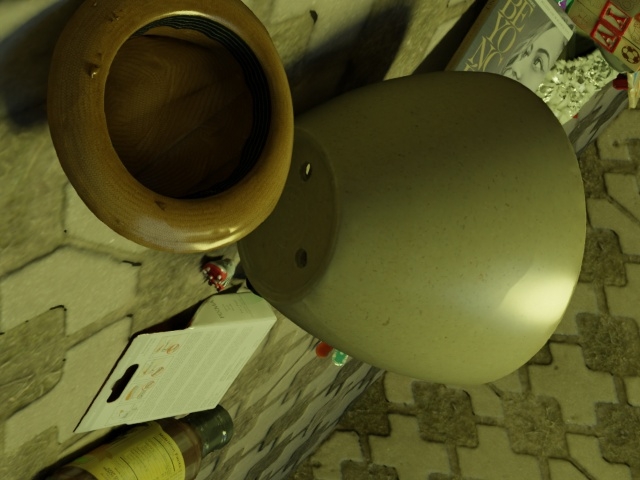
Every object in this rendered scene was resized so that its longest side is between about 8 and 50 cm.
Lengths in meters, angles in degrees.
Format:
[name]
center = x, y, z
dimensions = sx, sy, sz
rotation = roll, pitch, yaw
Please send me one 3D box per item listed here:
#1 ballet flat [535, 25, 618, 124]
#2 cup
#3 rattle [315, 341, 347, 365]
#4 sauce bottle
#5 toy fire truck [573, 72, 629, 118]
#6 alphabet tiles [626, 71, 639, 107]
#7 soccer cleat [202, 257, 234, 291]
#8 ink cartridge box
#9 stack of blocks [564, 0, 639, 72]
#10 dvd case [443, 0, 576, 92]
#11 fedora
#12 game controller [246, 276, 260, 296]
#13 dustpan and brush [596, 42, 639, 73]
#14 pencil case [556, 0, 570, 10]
[ballet flat]
center = 0.360, -0.270, 1.530
dimensions = 0.147, 0.147, 0.409
rotation = -56, 173, 33
[cup]
center = 0.057, -0.017, 1.033
dimensions = 0.236, 0.331, 0.331
rotation = 3, 135, -38
[rattle]
center = 0.085, 0.143, 2.009
dimensions = 0.199, 0.130, 0.143
rotation = -13, 142, -19
[sauce bottle]
center = -0.232, 0.301, 1.375
dimensions = 0.111, 0.111, 0.344
rotation = -53, 165, 23
[toy fire truck]
center = 0.507, -0.323, 1.911
dimensions = 0.047, 0.135, 0.192
rotation = 0, 92, -65
[alphabet tiles]
center = 0.580, -0.388, 1.841
dimensions = 0.278, 0.021, 0.284
rotation = -66, 153, -23
[soccer cleat]
center = -0.111, 0.033, 1.167
dimensions = 0.036, 0.029, 0.083
rotation = -53, 172, -15
[ink cartridge box]
center = -0.182, 0.146, 1.268
dimensions = 0.224, 0.056, 0.181
rotation = 0, 135, -47
[stack of blocks]
center = 0.481, -0.397, 1.467
dimensions = 0.297, 0.171, 0.087
rotation = -43, 166, -20
[dvd case]
center = 0.223, -0.212, 1.291
dimensions = 0.164, 0.018, 0.221
rotation = 30, 93, -49
[fedora]
center = -0.104, -0.080, 0.677
dimensions = 0.079, 0.194, 0.194
rotation = -7, -159, 46
[game controller]
center = 0.000, 0.000, 1.380
dimensions = 0.167, 0.067, 0.319
rotation = -64, 165, 6
[dustpan and brush]
center = 0.450, -0.327, 1.522
dimensions = 0.147, 0.211, 0.060
rotation = -20, 155, -11
[pencil case]
center = 0.321, -0.349, 1.333
dimensions = 0.152, 0.064, 0.070
rotation = -54, -170, 22
